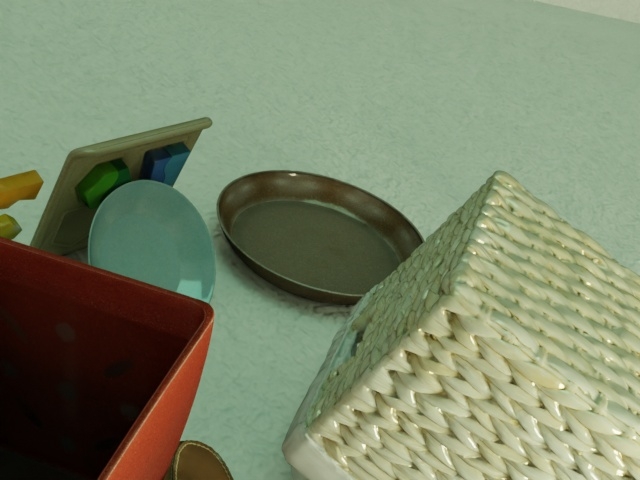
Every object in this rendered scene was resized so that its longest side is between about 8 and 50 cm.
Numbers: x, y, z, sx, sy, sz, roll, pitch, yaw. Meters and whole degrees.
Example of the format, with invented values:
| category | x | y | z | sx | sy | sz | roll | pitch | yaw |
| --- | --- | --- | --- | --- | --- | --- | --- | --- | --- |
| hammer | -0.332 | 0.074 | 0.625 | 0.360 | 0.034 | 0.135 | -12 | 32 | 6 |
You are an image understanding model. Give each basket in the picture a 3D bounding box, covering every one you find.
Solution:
| category | x | y | z | sx | sy | sz | roll | pitch | yaw |
| --- | --- | --- | --- | --- | --- | --- | --- | --- | --- |
| basket | 0.192 | 0.151 | 1.077 | 0.331 | 0.266 | 0.328 | 37 | 30 | -2 |

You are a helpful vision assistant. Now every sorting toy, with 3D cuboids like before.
| category | x | y | z | sx | sy | sz | roll | pitch | yaw |
| --- | --- | --- | --- | --- | --- | --- | --- | --- | --- |
| sorting toy | -0.279 | -0.042 | 1.280 | 0.307 | 0.229 | 0.041 | -22 | 68 | -47 |

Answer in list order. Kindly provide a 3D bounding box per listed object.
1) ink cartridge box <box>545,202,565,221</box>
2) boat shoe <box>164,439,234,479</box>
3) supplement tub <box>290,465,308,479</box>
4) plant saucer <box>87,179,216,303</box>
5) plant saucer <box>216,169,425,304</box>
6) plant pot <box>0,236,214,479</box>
| category | x | y | z | sx | sy | sz | roll | pitch | yaw |
| --- | --- | --- | --- | --- | --- | --- | --- | --- | --- |
| ink cartridge box | 0.344 | 0.036 | 1.579 | 0.060 | 0.104 | 0.180 | -1 | 36 | -30 |
| boat shoe | -0.088 | 0.276 | 0.942 | 0.111 | 0.104 | 0.307 | 22 | 25 | -26 |
| supplement tub | 0.027 | 0.232 | 1.133 | 0.107 | 0.071 | 0.071 | -17 | 45 | -43 |
| plant saucer | -0.210 | 0.025 | 1.289 | 0.037 | 0.195 | 0.195 | -12 | 7 | 42 |
| plant saucer | 0.000 | 0.000 | 1.513 | 0.311 | 0.050 | 0.310 | 12 | 31 | -8 |
| plant pot | -0.258 | 0.181 | 0.863 | 0.267 | 0.235 | 0.267 | 16 | 41 | 13 |
